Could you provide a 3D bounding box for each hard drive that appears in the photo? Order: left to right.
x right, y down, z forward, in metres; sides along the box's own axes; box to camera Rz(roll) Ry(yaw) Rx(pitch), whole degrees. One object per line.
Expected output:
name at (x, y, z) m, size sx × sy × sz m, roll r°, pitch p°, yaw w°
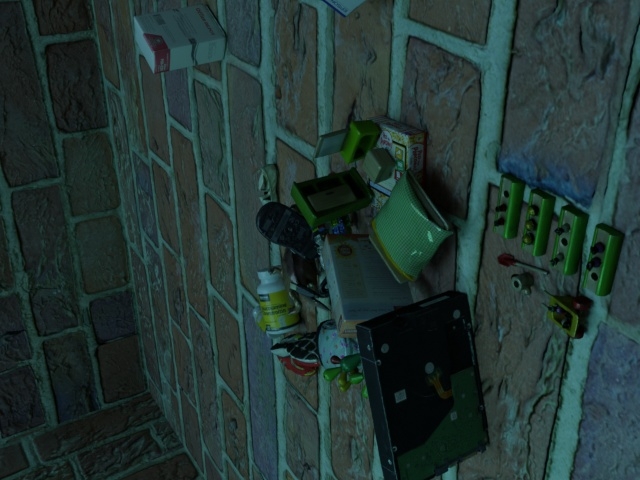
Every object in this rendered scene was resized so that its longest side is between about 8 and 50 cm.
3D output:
hard drive at (0.204, 0.291, 1.456) m, size 0.064 × 0.236 × 0.339 m, roll 8°, pitch 112°, yaw 61°

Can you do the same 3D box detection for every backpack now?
backpack at (0.064, 0.262, 1.832) m, size 0.182 × 0.115 × 0.152 m, roll -13°, pitch 91°, yaw 60°

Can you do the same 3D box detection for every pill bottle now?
pill bottle at (-0.163, 0.248, 2.296) m, size 0.116 × 0.065 × 0.065 m, roll 41°, pitch 138°, yaw 47°
pill bottle at (-0.125, 0.170, 2.141) m, size 0.103 × 0.103 × 0.184 m, roll 0°, pitch 105°, yaw 62°

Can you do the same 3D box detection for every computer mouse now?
computer mouse at (-0.049, 0.027, 1.808) m, size 0.262 × 0.060 × 0.184 m, roll 24°, pitch 98°, yaw 10°

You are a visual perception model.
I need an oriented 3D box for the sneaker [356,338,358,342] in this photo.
sneaker at (0.132, 0.161, 1.684) m, size 0.084 × 0.083 × 0.215 m, roll 42°, pitch 138°, yaw 48°

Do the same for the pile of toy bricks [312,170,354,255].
pile of toy bricks at (0.041, -0.049, 1.718) m, size 0.118 × 0.105 × 0.212 m, roll -30°, pitch 52°, yaw 22°

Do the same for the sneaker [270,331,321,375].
sneaker at (-0.038, 0.332, 2.108) m, size 0.118 × 0.107 × 0.279 m, roll 58°, pitch 158°, yaw -11°

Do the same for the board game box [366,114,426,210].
board game box at (0.152, -0.143, 1.518) m, size 0.146 × 0.045 × 0.194 m, roll 35°, pitch 135°, yaw 50°

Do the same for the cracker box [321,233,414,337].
cracker box at (0.098, 0.091, 1.552) m, size 0.067 × 0.155 × 0.232 m, roll 105°, pitch 161°, yaw -46°

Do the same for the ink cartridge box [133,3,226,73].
ink cartridge box at (-0.399, -0.576, 2.114) m, size 0.159 × 0.217 × 0.092 m, roll 59°, pitch 155°, yaw 26°

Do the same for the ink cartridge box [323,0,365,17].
ink cartridge box at (0.081, -0.523, 1.283) m, size 0.332 × 0.165 × 0.065 m, roll -20°, pitch 45°, yaw 54°

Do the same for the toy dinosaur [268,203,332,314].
toy dinosaur at (-0.062, 0.058, 1.890) m, size 0.200 × 0.127 × 0.296 m, roll 85°, pitch 166°, yaw -46°

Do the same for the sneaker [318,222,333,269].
sneaker at (0.000, 0.000, 1.867) m, size 0.065 × 0.061 × 0.158 m, roll -157°, pitch 56°, yaw -64°

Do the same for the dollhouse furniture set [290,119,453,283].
dollhouse furniture set at (0.091, -0.060, 1.460) m, size 0.302 × 0.151 × 0.198 m, roll 58°, pitch 150°, yaw 25°

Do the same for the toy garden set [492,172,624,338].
toy garden set at (0.362, 0.031, 1.220) m, size 0.244 × 0.049 × 0.204 m, roll 39°, pitch 137°, yaw 47°

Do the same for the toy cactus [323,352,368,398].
toy cactus at (0.118, 0.273, 1.675) m, size 0.112 × 0.218 × 0.181 m, roll -61°, pitch -26°, yaw -63°

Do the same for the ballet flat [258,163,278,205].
ballet flat at (-0.149, -0.136, 2.071) m, size 0.057 × 0.052 × 0.168 m, roll 39°, pitch 137°, yaw 48°
